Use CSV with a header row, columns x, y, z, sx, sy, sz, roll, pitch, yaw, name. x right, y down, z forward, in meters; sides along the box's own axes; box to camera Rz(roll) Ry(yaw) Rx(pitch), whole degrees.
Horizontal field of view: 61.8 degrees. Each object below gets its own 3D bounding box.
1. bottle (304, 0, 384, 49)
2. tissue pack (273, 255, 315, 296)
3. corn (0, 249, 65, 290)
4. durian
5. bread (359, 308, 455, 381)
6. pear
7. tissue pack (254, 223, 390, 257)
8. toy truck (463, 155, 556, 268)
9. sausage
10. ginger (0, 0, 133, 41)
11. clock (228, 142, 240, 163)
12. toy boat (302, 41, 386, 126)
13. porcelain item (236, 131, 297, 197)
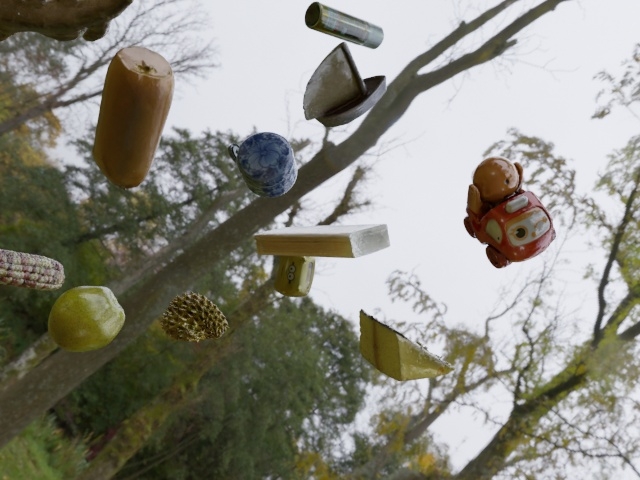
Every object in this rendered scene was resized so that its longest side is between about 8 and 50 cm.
x,y,z,sx,sy,sz,roll,pitch,yaw,name
0.082,-0.676,1.694,0.082,0.286,0.082,0,-89,48,bottle
-0.086,0.118,1.942,0.127,0.123,0.178,11,-91,42,tissue pack
-0.645,0.056,1.094,0.079,0.080,0.237,35,11,38,corn
-0.392,0.239,1.629,0.182,0.165,0.132,46,-10,20,durian
0.217,0.249,1.331,0.240,0.178,0.136,-164,-108,-72,bread
-0.659,0.219,1.510,0.198,0.198,0.198,41,-29,29,pear
0.000,0.000,1.398,0.325,0.170,0.071,0,-79,39,tissue pack
0.494,-0.084,1.416,0.265,0.189,0.239,58,-8,37,toy truck
-0.345,-0.190,0.960,0.112,0.112,0.328,49,-45,15,sausage
-0.531,-0.456,1.068,0.166,0.332,0.080,123,-47,-74,ginger
-0.318,-0.328,2.026,0.017,0.085,0.085,-24,-78,25,clock
0.053,-0.486,1.723,0.276,0.293,0.111,-37,-126,25,toy boat
-0.137,-0.197,1.379,0.147,0.147,0.114,47,-12,19,porcelain item
